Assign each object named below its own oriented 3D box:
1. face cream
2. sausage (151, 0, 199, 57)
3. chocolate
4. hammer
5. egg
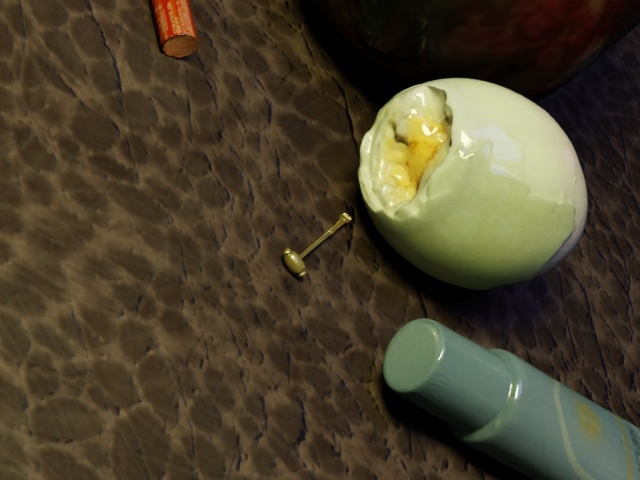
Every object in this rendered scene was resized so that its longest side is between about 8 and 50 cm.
[{"bbox_3d":[0.206,0.171,1.751,0.385,0.086,0.135,30,39,-37],"label":"face cream"},{"bbox_3d":[-0.135,-0.221,1.747,0.034,0.034,0.129,17,47,-41],"label":"sausage"},{"bbox_3d":[0.136,-0.294,1.898,0.383,0.383,0.331,52,47,-1],"label":"chocolate"},{"bbox_3d":[0.000,0.000,1.721,0.029,0.014,0.123,59,32,-6],"label":"hammer"},{"bbox_3d":[0.148,-0.046,1.790,0.217,0.183,0.183,22,44,-42],"label":"egg"}]
